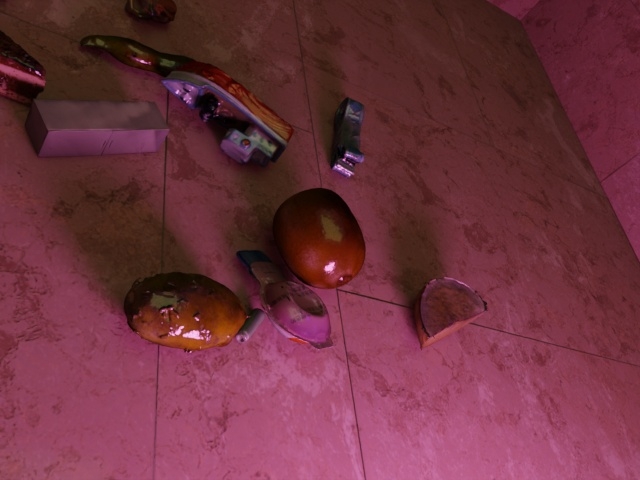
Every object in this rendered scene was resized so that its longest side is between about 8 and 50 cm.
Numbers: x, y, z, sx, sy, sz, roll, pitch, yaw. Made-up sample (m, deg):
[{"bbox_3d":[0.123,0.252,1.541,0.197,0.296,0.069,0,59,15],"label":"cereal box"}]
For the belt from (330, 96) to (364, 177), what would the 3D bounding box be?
[{"bbox_3d":[0.080,-0.300,1.862,0.072,0.087,0.302,29,42,-23],"label":"belt"}]

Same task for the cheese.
[{"bbox_3d":[-0.073,0.120,1.375,0.286,0.074,0.189,48,24,23],"label":"cheese"}]

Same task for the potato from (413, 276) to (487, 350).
[{"bbox_3d":[0.289,0.175,1.624,0.243,0.098,0.138,-16,64,-40],"label":"potato"}]

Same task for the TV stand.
[{"bbox_3d":[-0.460,-0.235,1.359,0.269,0.083,0.088,-10,61,-44],"label":"TV stand"}]

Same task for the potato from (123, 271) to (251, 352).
[{"bbox_3d":[-0.241,0.130,1.203,0.251,0.113,0.149,10,52,-34],"label":"potato"}]

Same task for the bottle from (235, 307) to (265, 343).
[{"bbox_3d":[-0.142,0.172,1.314,0.030,0.030,0.083,41,41,-4],"label":"bottle"}]

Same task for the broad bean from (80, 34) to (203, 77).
[{"bbox_3d":[-0.410,-0.442,1.591,0.339,0.061,0.077,10,43,-35],"label":"broad bean"}]

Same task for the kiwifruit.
[{"bbox_3d":[0.000,0.000,1.460,0.196,0.196,0.234,-12,62,-45],"label":"kiwifruit"}]

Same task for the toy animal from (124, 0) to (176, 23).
[{"bbox_3d":[-0.450,-0.671,1.736,0.157,0.097,0.312,0,58,-47],"label":"toy animal"}]

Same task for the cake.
[{"bbox_3d":[-0.665,-0.381,1.288,0.246,0.112,0.135,18,44,-28],"label":"cake"}]

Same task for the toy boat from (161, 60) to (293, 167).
[{"bbox_3d":[-0.233,-0.300,1.571,0.332,0.145,0.133,37,68,-8],"label":"toy boat"}]
